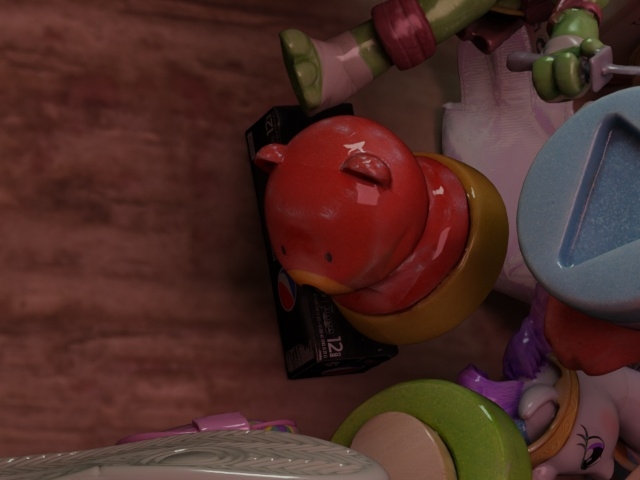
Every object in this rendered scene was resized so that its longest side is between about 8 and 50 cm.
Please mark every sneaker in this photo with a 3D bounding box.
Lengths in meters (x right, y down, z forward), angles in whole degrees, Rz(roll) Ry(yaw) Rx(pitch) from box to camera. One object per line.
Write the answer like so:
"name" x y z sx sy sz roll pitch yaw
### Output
"sneaker" -0.127 0.187 1.038 0.350 0.131 0.148 -7 91 15

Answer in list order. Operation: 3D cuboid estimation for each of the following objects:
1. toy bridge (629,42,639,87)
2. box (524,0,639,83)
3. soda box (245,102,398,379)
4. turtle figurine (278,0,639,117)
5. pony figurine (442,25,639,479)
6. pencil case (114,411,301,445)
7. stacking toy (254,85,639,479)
"toy bridge" 0.241 -0.120 1.325 0.063 0.188 0.026 -2 72 -10
"box" 0.249 -0.204 1.327 0.148 0.232 0.127 -2 74 -24
"soda box" 0.000 0.000 1.253 0.060 0.053 0.169 -4 76 -26
"turtle figurine" 0.096 -0.179 1.120 0.266 0.274 0.198 -19 115 -2
"pony figurine" 0.235 0.034 1.252 0.363 0.303 0.351 14 77 -36
"pencil case" -0.047 0.243 1.118 0.124 0.124 0.284 -2 74 -25
"stacking toy" 0.091 0.048 1.062 0.130 0.309 0.279 38 56 -48
